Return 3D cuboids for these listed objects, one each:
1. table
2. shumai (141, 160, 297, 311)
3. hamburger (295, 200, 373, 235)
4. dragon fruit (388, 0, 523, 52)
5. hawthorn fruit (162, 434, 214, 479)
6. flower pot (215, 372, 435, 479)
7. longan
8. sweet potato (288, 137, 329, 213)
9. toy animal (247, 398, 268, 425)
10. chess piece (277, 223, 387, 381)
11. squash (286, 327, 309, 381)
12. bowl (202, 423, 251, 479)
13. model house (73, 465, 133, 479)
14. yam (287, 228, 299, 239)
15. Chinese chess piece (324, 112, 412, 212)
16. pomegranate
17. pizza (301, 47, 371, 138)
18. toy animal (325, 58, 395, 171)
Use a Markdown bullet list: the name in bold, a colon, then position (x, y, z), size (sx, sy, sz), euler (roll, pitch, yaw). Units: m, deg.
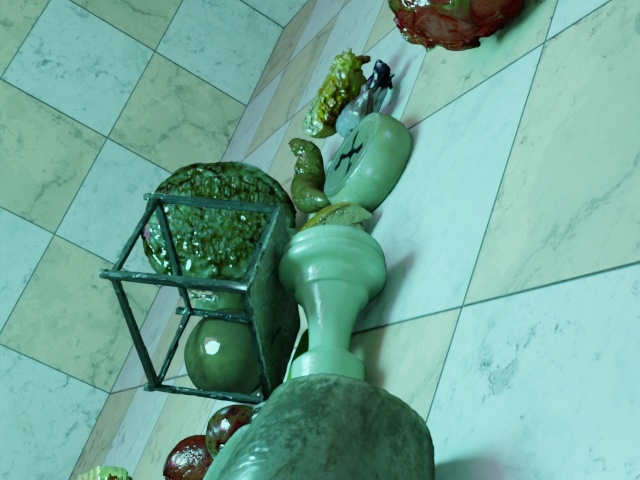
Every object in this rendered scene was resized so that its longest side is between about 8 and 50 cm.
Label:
- **table**: position (-0.206, 0.112, 1.505), size (0.222, 0.272, 0.335), euler (-73, -17, -45)
- **shumai**: position (-0.263, 0.004, 2.128), size (0.348, 0.395, 0.395), euler (107, -175, -67)
- **hamburger**: position (0.000, 0.000, 1.657), size (0.208, 0.135, 0.155), euler (-63, 22, 9)
- **dragon fruit**: position (0.268, -0.505, 1.502), size (0.342, 0.277, 0.277), euler (-55, 17, 35)
- **hawthorn fruit**: position (-0.222, 0.453, 1.617), size (0.172, 0.148, 0.148), euler (-23, 31, 18)
- **flower pot**: position (-0.002, 0.347, 0.926), size (0.293, 0.293, 0.330), euler (-42, 17, 46)
- **longan**: position (-0.198, 0.245, 1.755), size (0.196, 0.196, 0.220), euler (-54, 23, 20)
- **sweet potato**: position (-0.030, -0.146, 2.040), size (0.310, 0.098, 0.124), euler (-102, 12, -49)
- **toy animal**: position (-0.080, 0.318, 1.469), size (0.098, 0.098, 0.137), euler (-45, 17, 41)
- **chess piece**: position (0.017, 0.141, 1.360), size (0.194, 0.194, 0.299), euler (-44, 33, 43)
- **squash**: position (-0.027, 0.269, 1.412), size (0.082, 0.082, 0.292), euler (-42, 24, 46)
- **bowl**: position (-0.101, 0.445, 1.211), size (0.307, 0.163, 0.307), euler (-53, 19, 27)
- **model house**: position (-0.525, 0.665, 1.929), size (0.254, 0.160, 0.196), euler (124, 147, -45)
- **yam**: position (-0.083, 0.051, 1.892), size (0.107, 0.107, 0.183), euler (-43, 29, 45)
- **Chinese chess piece**: position (0.097, -0.163, 1.732), size (0.238, 0.092, 0.238), euler (-53, 18, 26)
- **pomegranate**: position (-0.139, 0.366, 1.548), size (0.159, 0.129, 0.129), euler (-25, -2, -30)
- **pizza**: position (0.062, -0.368, 2.010), size (0.289, 0.081, 0.229), euler (-39, -33, -47)
- **toy animal**: position (0.086, -0.273, 1.942), size (0.324, 0.090, 0.195), euler (-60, -8, 19)
